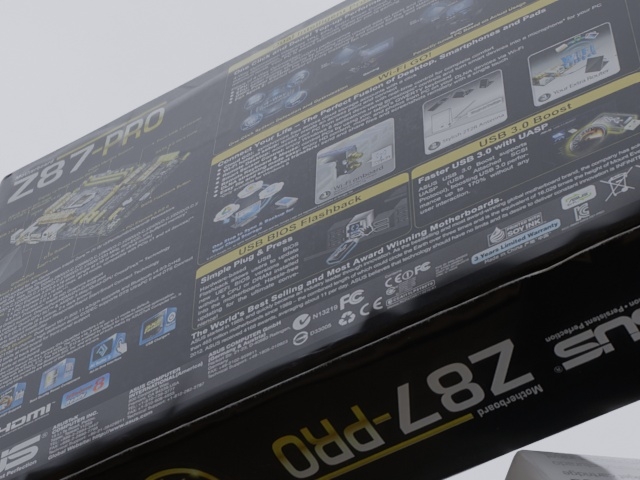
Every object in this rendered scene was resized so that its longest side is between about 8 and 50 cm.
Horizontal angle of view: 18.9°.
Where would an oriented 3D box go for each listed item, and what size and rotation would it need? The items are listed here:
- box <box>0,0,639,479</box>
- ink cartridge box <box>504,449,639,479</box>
[{"bbox_3d":[0.000,0.000,0.934,0.395,0.318,0.097,-26,-58,17],"label":"box"},{"bbox_3d":[0.170,0.164,0.704,0.159,0.218,0.092,6,-72,-22],"label":"ink cartridge box"}]
